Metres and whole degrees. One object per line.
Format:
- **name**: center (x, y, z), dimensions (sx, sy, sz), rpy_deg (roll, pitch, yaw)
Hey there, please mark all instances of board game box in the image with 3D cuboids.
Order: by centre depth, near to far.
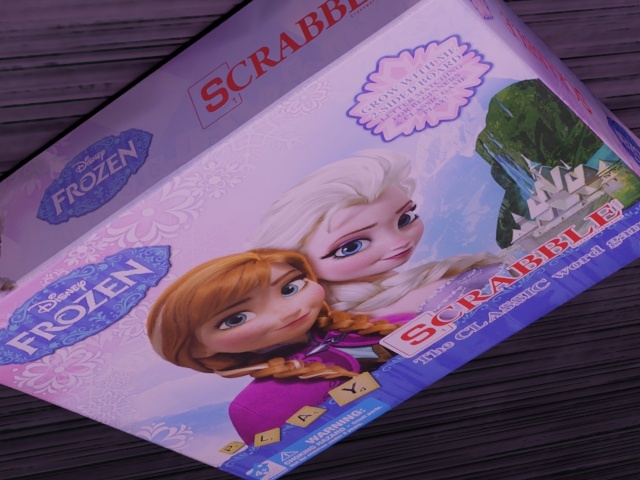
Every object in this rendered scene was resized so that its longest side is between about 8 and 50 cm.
- **board game box**: center (0.000, 0.000, 0.915), dimensions (0.319, 0.066, 0.318), rpy_deg (-34, 146, 18)
